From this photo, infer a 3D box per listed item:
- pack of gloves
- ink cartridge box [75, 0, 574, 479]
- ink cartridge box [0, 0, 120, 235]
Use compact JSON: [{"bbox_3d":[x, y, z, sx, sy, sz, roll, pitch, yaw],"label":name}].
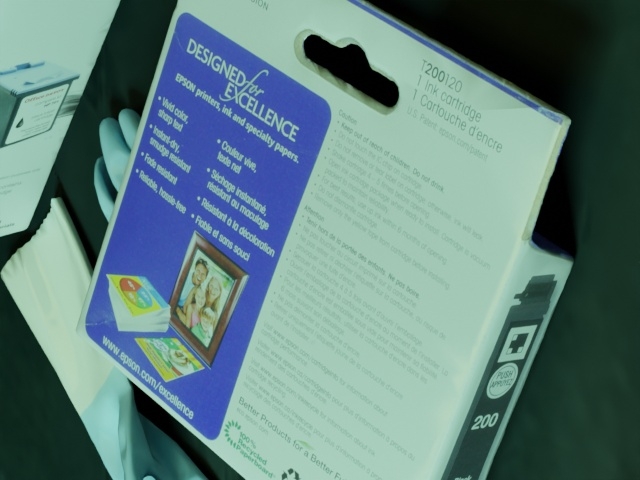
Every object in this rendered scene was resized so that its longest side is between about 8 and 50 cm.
[{"bbox_3d":[-0.082,0.065,0.799,0.232,0.046,0.195,58,138,17],"label":"pack of gloves"},{"bbox_3d":[0.000,0.000,0.675,0.206,0.045,0.208,36,119,35],"label":"ink cartridge box"},{"bbox_3d":[-0.182,-0.110,0.824,0.140,0.082,0.191,52,136,24],"label":"ink cartridge box"}]
